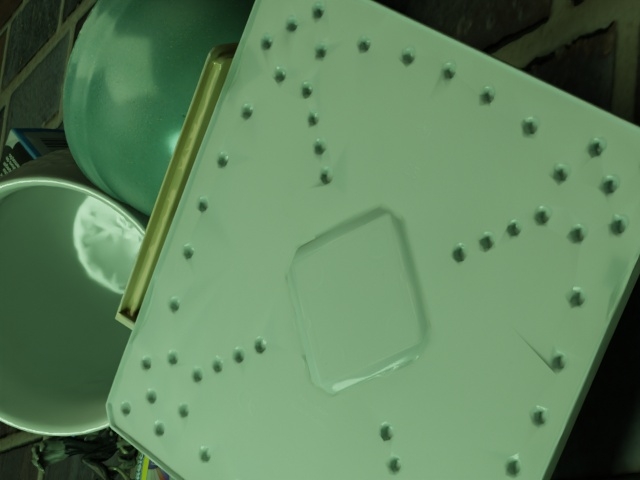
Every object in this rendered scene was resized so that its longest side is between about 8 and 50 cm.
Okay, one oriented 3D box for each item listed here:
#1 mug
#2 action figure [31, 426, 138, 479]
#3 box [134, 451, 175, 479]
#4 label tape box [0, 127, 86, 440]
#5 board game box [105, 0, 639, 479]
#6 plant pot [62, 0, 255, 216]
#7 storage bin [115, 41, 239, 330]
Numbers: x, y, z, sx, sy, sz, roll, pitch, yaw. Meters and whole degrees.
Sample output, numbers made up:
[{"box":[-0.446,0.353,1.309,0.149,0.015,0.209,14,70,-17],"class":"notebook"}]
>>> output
[{"box":[-0.273,0.063,1.997,0.374,0.276,0.328,-49,1,18],"class":"mug"},{"box":[-0.274,0.232,2.194,0.164,0.141,0.276,105,161,-44],"class":"action figure"},{"box":[-0.138,0.247,1.868,0.043,0.105,0.179,-5,74,66],"class":"box"},{"box":[-0.353,0.065,2.351,0.249,0.115,0.348,45,121,40],"class":"label tape box"},{"box":[0.039,0.044,1.287,0.390,0.050,0.390,31,105,39],"class":"board game box"},{"box":[-0.060,-0.118,1.668,0.196,0.293,0.293,38,118,37],"class":"plant pot"},{"box":[0.000,0.000,1.442,0.262,0.123,0.260,30,105,40],"class":"storage bin"}]
